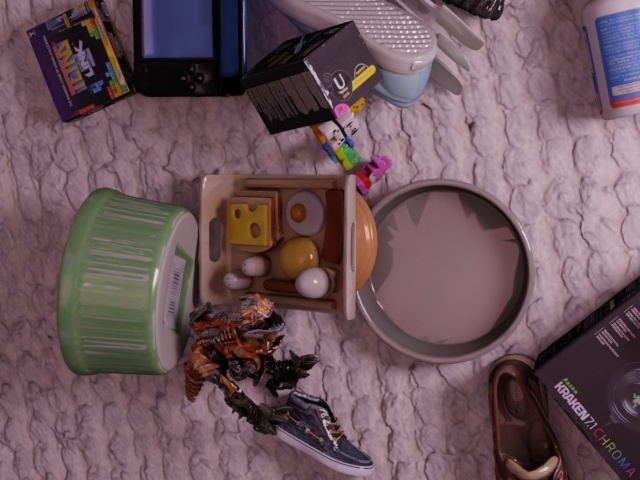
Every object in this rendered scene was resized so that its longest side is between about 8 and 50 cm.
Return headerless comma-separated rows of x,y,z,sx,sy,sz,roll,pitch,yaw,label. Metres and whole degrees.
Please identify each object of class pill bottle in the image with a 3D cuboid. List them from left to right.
0.446,-0.293,1.544,0.124,0.124,0.222,-11,94,16,pill bottle

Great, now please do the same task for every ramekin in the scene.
-0.295,0.073,1.710,0.148,0.303,0.304,7,98,8,ramekin

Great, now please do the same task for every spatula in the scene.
0.139,-0.334,1.621,0.242,0.168,0.019,43,74,10,spatula

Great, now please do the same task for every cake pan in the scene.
0.192,0.047,1.692,0.293,0.054,0.293,2,97,15,cake pan

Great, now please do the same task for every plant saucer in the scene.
0.000,0.000,1.713,0.200,0.037,0.200,4,97,37,plant saucer

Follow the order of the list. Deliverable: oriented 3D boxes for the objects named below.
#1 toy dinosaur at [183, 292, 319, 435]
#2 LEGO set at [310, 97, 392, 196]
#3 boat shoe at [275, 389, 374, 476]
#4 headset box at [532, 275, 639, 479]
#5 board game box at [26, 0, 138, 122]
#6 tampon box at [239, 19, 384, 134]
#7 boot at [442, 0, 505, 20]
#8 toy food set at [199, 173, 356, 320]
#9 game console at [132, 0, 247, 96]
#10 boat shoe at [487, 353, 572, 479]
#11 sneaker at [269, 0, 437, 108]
-0.132,0.189,1.734,0.218,0.322,0.164,38,69,-10,toy dinosaur
0.048,-0.168,1.647,0.093,0.227,0.087,-42,64,-1,LEGO set
0.014,0.319,1.767,0.183,0.065,0.083,24,104,13,boat shoe
0.504,0.192,1.582,0.283,0.131,0.246,-40,86,15,headset box
-0.404,-0.305,1.819,0.141,0.048,0.170,-22,90,16,board game box
-0.014,-0.237,1.568,0.161,0.120,0.101,-4,123,51,tampon box
0.305,-0.439,1.559,0.347,0.131,0.260,23,95,23,boot
-0.072,0.005,1.685,0.306,0.092,0.220,3,96,36,toy food set
-0.210,-0.375,1.692,0.250,0.173,0.293,2,97,15,game console
0.321,0.350,1.649,0.123,0.123,0.342,-9,91,16,boat shoe
0.017,-0.324,1.660,0.366,0.135,0.150,42,146,26,sneaker
